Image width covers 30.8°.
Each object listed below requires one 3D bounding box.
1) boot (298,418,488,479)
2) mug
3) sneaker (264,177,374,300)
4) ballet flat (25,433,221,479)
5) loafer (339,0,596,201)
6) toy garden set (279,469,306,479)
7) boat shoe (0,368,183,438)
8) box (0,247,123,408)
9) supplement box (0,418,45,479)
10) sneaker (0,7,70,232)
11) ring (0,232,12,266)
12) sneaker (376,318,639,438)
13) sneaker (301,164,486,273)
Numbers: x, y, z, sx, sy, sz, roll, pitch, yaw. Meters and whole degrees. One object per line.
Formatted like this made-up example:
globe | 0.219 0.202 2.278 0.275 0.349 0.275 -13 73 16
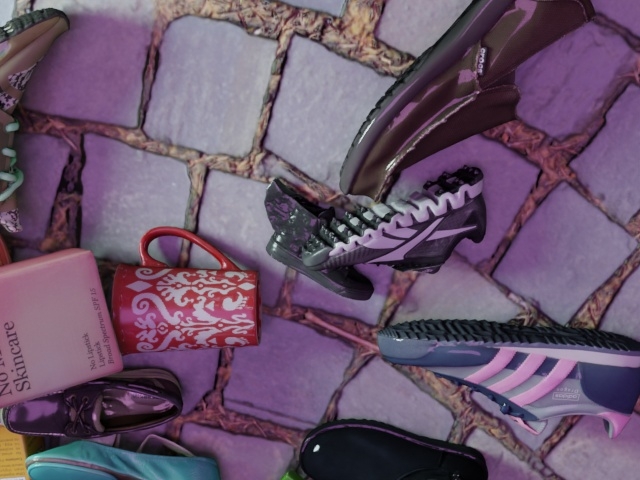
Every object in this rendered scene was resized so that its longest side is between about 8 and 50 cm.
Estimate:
boot | 0.086 0.301 1.381 0.246 0.207 0.094 9 105 4
mug | -0.158 0.066 1.400 0.169 0.113 0.150 0 106 2
sneaker | 0.001 -0.001 1.396 0.170 0.051 0.089 27 108 1
ballet flat | -0.244 0.285 1.477 0.247 0.087 0.083 13 142 -5
loafer | 0.165 -0.168 1.295 0.130 0.134 0.366 42 104 -5
toy garden set | -0.004 0.427 1.505 0.244 0.049 0.204 37 108 -9
boat shoe | -0.278 0.203 1.429 0.223 0.073 0.080 -4 104 -17
box | -0.365 0.108 1.335 0.232 0.127 0.148 -17 98 -23
supplement box | -0.398 0.272 1.491 0.080 0.078 0.233 -3 104 5
sneaker | -0.409 -0.093 1.374 0.182 0.158 0.410 39 95 -25
ring | -0.534 0.076 1.438 0.336 0.032 0.336 -1 84 7
sneaker | 0.222 0.168 1.384 0.319 0.112 0.131 6 101 6
sneaker | 0.096 0.003 1.356 0.234 0.078 0.106 -23 110 -9
